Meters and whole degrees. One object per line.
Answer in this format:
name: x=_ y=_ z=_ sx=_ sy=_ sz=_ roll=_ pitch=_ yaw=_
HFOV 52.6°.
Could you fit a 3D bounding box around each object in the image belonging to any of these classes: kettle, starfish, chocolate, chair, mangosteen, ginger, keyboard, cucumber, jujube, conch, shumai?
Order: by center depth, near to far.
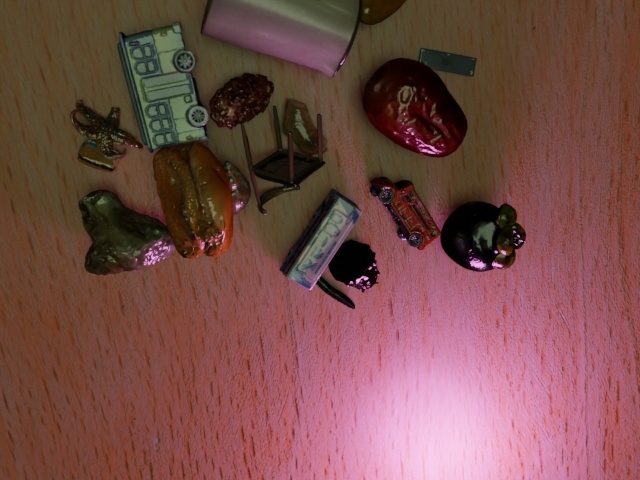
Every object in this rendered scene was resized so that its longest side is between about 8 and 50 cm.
kettle: x=-0.089 y=-0.648 z=1.706 sx=0.377 sy=0.250 sz=0.361 roll=16 pitch=72 yaw=-17
shumai: x=-0.535 y=-0.031 z=1.761 sx=0.261 sy=0.225 sz=0.222 roll=-2 pitch=107 yaw=7
starfish: x=-0.583 y=-0.296 z=1.770 sx=0.210 sy=0.053 sz=0.150 roll=22 pitch=78 yaw=-28
chair: x=-0.095 y=-0.209 z=1.789 sx=0.166 sy=0.188 sz=0.272 roll=16 pitch=125 yaw=26
jujube: x=0.272 y=-0.372 z=1.841 sx=0.318 sy=0.223 sz=0.223 roll=34 pitch=96 yaw=-21
conch: x=-0.260 y=-0.135 z=1.854 sx=0.116 sy=0.106 sz=0.173 roll=41 pitch=109 yaw=2
ginger: x=-0.049 y=-0.319 z=1.861 sx=0.095 sy=0.069 sz=0.190 roll=-43 pitch=108 yaw=-17
keyboard: x=0.375 y=-0.526 z=1.915 sx=0.176 sy=0.014 sz=0.055 roll=6 pitch=102 yaw=-12
mangosteen: x=0.495 y=-0.013 z=1.961 sx=0.243 sy=0.243 sz=0.243 roll=-3 pitch=105 yaw=-10
chocolate: x=0.118 y=0.098 z=1.987 sx=0.156 sy=0.156 sz=0.133 roll=-37 pitch=135 yaw=0
cucumber: x=0.036 y=0.158 z=2.020 sx=0.184 sy=0.033 sz=0.036 roll=38 pitch=120 yaw=-17

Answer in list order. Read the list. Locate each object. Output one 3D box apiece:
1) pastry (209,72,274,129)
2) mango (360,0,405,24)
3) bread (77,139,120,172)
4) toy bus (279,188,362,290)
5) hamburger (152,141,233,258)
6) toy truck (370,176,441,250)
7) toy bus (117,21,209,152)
pastry: x=-0.216 y=-0.383 z=1.756 sx=0.115 sy=0.208 sz=0.097 roll=28 pitch=135 yaw=21
mango: x=0.179 y=-0.683 z=1.778 sx=0.227 sy=0.099 sz=0.136 roll=-54 pitch=146 yaw=-8
bread: x=-0.613 y=-0.231 z=1.786 sx=0.106 sy=0.053 sz=0.072 roll=23 pitch=76 yaw=-18
toy bus: x=0.000 y=0.000 z=1.918 sx=0.106 sy=0.131 sz=0.297 roll=32 pitch=95 yaw=-16
hamburger: x=-0.323 y=-0.098 z=1.691 sx=0.170 sy=0.290 sz=0.314 roll=-16 pitch=70 yaw=-17
toy truck: x=0.255 y=-0.096 z=1.956 sx=0.114 sy=0.107 sz=0.252 roll=-35 pitch=109 yaw=-1
toy bus: x=-0.412 y=-0.407 z=1.726 sx=0.190 sy=0.152 sz=0.312 roll=-13 pitch=107 yaw=-7
